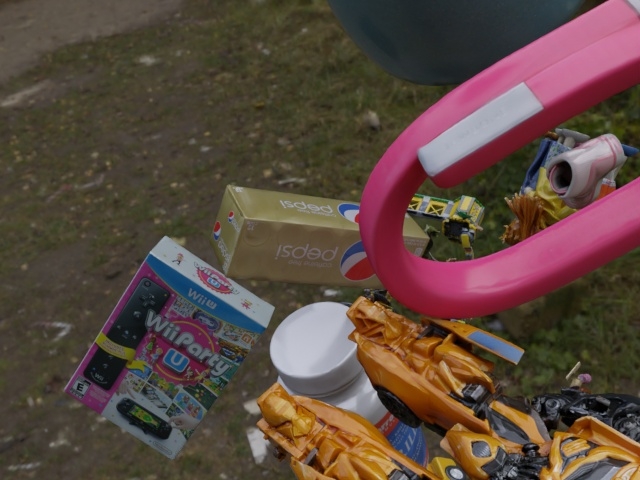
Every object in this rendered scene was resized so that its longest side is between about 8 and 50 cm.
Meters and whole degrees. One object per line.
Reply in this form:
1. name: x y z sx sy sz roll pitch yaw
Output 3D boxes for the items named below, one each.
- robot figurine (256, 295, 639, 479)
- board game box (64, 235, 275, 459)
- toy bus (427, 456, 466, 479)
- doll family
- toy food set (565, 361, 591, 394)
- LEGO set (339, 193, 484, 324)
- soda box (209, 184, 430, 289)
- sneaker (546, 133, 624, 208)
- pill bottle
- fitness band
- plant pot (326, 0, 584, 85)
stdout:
1. robot figurine: 0.094 0.148 0.504 0.211 0.085 0.291 -44 39 -21
2. board game box: -0.252 0.180 1.265 0.224 0.303 0.097 33 16 -4
3. toy bus: 0.259 0.594 1.536 0.130 0.108 0.332 9 28 -18
4. doll family: 0.296 -0.061 1.001 0.118 0.163 0.263 18 8 -2
5. toy food set: 0.538 0.315 1.562 0.078 0.122 0.019 -38 30 -32
6. LEGO set: 0.169 0.068 1.402 0.255 0.331 0.192 20 48 13
7. soda box: 0.000 0.000 0.669 0.181 0.061 0.058 6 29 -28
8. sneaker: 0.271 -0.065 0.824 0.070 0.134 0.051 -24 72 -10
9. pill bottle: 0.028 0.169 0.768 0.124 0.221 0.124 -14 41 12
10. fitness band: 0.165 -0.045 0.519 0.291 0.209 0.054 -29 52 11
11. plant pot: 0.094 -0.313 0.691 0.290 0.290 0.195 15 -3 37
